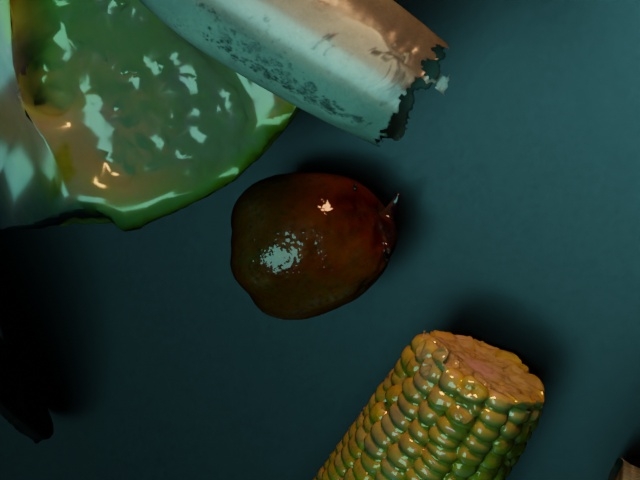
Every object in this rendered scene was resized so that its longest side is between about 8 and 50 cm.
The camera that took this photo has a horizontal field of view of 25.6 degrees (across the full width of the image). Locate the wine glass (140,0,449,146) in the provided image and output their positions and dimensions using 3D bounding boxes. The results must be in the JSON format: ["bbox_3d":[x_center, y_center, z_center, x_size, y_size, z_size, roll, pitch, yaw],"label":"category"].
[{"bbox_3d":[-0.062,-0.122,0.571,0.262,0.074,0.074,33,115,6],"label":"wine glass"}]

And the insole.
[{"bbox_3d":[-0.237,0.004,0.815,0.012,0.110,0.309,-28,116,-1],"label":"insole"}]

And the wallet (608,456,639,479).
[{"bbox_3d":[0.245,0.188,0.669,0.250,0.176,0.075,26,92,13],"label":"wallet"}]

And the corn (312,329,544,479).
[{"bbox_3d":[0.035,0.156,0.789,0.093,0.093,0.244,37,115,8],"label":"corn"}]

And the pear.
[{"bbox_3d":[-0.123,-0.211,0.701,0.399,0.165,0.398,8,110,21],"label":"pear"}]

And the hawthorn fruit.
[{"bbox_3d":[0.000,0.000,0.766,0.093,0.081,0.081,-8,102,23],"label":"hawthorn fruit"}]
